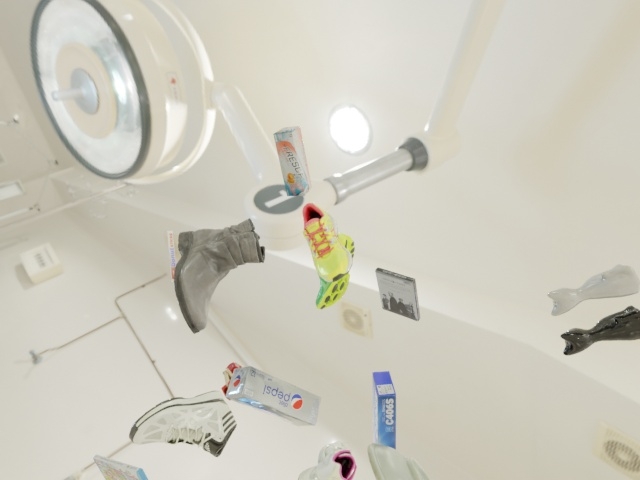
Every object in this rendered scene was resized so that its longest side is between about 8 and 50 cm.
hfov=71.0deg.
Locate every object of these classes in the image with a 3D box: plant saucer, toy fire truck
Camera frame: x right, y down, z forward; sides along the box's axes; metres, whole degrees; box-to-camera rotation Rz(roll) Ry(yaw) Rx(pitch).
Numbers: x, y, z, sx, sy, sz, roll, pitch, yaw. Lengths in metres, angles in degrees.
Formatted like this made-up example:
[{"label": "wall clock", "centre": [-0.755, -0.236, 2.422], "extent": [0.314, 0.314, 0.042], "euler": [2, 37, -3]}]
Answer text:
[{"label": "plant saucer", "centre": [0.292, 0.765, 1.323], "extent": [0.400, 0.100, 0.400], "euler": [55, 2, -3]}, {"label": "toy fire truck", "centre": [-0.299, 0.484, 1.554], "extent": [0.135, 0.047, 0.192], "euler": [51, -2, -38]}]

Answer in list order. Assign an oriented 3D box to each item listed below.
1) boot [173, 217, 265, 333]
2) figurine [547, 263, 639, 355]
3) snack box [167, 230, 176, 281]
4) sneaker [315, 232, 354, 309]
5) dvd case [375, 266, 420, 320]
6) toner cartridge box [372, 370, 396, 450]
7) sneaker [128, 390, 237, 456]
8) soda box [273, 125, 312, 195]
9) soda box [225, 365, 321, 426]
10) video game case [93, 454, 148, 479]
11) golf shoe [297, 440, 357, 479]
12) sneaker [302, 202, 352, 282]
[{"label": "boot", "centre": [-0.251, 0.068, 1.162], "extent": [0.118, 0.222, 0.338], "euler": [82, -6, -48]}, {"label": "figurine", "centre": [0.698, 0.180, 1.142], "extent": [0.092, 0.209, 0.215], "euler": [-80, 145, -70]}, {"label": "snack box", "centre": [-0.534, 0.057, 1.615], "extent": [0.064, 0.022, 0.178], "euler": [152, -69, -67]}, {"label": "sneaker", "centre": [0.039, 0.109, 1.625], "extent": [0.123, 0.109, 0.296], "euler": [27, -72, 41]}, {"label": "dvd case", "centre": [0.328, 0.229, 1.902], "extent": [0.179, 0.029, 0.239], "euler": [16, -43, 35]}, {"label": "toner cartridge box", "centre": [0.255, 0.723, 1.812], "extent": [0.165, 0.075, 0.348], "euler": [-90, 177, -74]}, {"label": "sneaker", "centre": [-0.542, 0.796, 1.880], "extent": [0.257, 0.447, 0.169], "euler": [38, -63, 36]}, {"label": "soda box", "centre": [-0.074, -0.217, 1.237], "extent": [0.058, 0.063, 0.183], "euler": [-1, -62, 22]}, {"label": "soda box", "centre": [-0.139, 0.480, 1.372], "extent": [0.286, 0.091, 0.098], "euler": [34, -38, -28]}, {"label": "video game case", "centre": [-0.523, 0.635, 1.203], "extent": [0.166, 0.015, 0.119], "euler": [2, -61, 23]}, {"label": "golf shoe", "centre": [0.053, 0.617, 1.220], "extent": [0.115, 0.140, 0.306], "euler": [58, 14, 12]}, {"label": "sneaker", "centre": [0.000, 0.000, 0.951], "extent": [0.094, 0.081, 0.208], "euler": [48, 14, -43]}]
